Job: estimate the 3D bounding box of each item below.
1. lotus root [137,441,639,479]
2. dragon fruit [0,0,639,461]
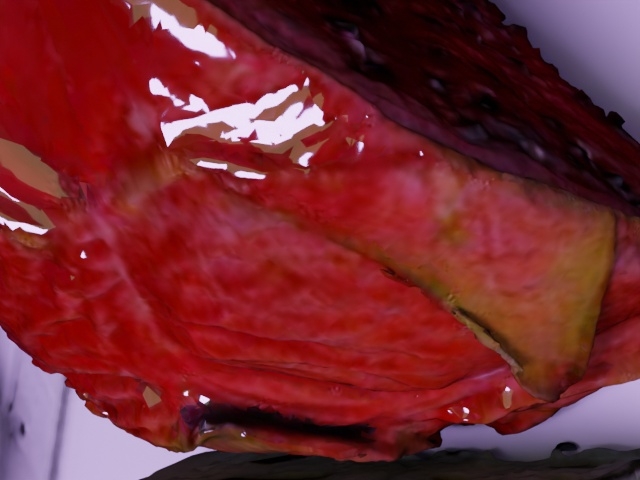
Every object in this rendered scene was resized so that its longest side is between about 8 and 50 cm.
[{"bbox_3d":[0.023,0.230,0.578,0.267,0.149,0.260,-7,89,40],"label":"lotus root"},{"bbox_3d":[0.000,0.000,0.589,0.302,0.240,0.330,33,139,1],"label":"dragon fruit"}]
